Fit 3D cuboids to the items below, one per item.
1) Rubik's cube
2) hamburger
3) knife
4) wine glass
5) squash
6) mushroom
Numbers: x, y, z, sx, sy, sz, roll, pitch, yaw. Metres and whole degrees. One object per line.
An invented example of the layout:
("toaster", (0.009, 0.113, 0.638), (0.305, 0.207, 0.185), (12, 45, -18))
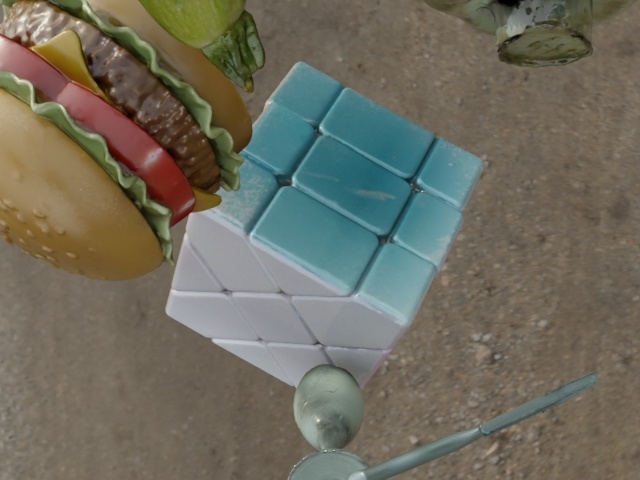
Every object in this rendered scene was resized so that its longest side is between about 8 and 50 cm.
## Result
("Rubik's cube", (0.000, 0.000, 1.343), (0.322, 0.315, 0.318), (30, 145, 3))
("hamburger", (-0.216, -0.086, 0.830), (0.275, 0.274, 0.212), (26, 68, 30))
("knife", (0.118, 0.144, 0.701), (0.028, 0.210, 0.015), (97, 150, -57))
("wine glass", (-0.073, 0.227, 1.116), (0.265, 0.309, 0.096), (5, 101, -2))
("squash", (-0.085, -0.166, 0.530), (0.075, 0.200, 0.090), (-27, 43, -11))
("mushroom", (0.276, -0.364, 1.180), (0.352, 0.352, 0.260), (-4, 85, 33))
